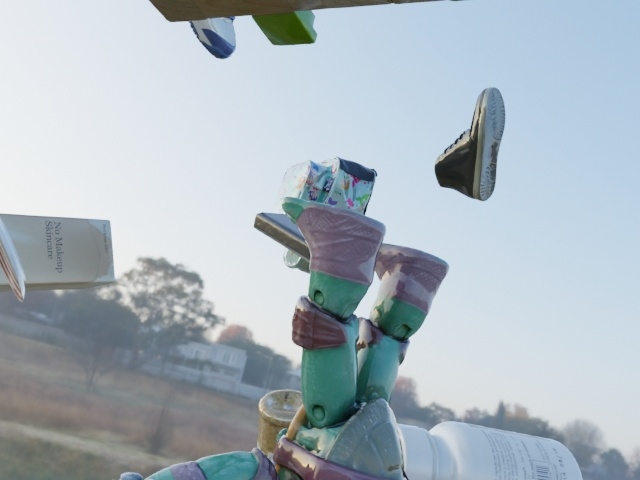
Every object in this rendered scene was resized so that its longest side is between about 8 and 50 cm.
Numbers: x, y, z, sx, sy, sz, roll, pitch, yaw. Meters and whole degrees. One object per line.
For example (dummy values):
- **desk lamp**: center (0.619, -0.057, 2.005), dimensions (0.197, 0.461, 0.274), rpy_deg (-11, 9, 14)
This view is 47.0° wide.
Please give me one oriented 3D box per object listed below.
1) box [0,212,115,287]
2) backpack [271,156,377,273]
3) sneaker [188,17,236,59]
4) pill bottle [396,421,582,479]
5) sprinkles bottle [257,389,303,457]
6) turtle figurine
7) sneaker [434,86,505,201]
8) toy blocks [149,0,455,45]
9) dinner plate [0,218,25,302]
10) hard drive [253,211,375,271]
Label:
- **box**: center (-0.579, 0.027, 1.481), dimensions (0.121, 0.148, 0.311), rpy_deg (-11, -6, 35)
- **backpack**: center (-0.003, -0.050, 1.594), dimensions (0.191, 0.253, 0.225), rpy_deg (14, -4, -19)
- **sneaker**: center (-0.207, -0.520, 1.480), dimensions (0.131, 0.296, 0.112), rpy_deg (-13, 4, 20)
- **pill bottle**: center (0.179, 0.286, 0.873), dimensions (0.229, 0.131, 0.131), rpy_deg (14, -15, -17)
- **sprinkles bottle**: center (-0.078, 0.495, 1.549), dimensions (0.121, 0.355, 0.121), rpy_deg (4, 20, -1)
- **turtle figurine**: center (-0.008, 0.106, 0.368), dimensions (0.118, 0.234, 0.175), rpy_deg (17, -7, 20)
- **sneaker**: center (0.287, -0.195, 1.451), dimensions (0.118, 0.222, 0.083), rpy_deg (20, 23, 39)
- **toy blocks**: center (-0.012, -0.342, 0.664), dimensions (0.381, 0.261, 0.191), rpy_deg (5, -20, 26)
- **dinner plate**: center (-0.413, 0.014, 0.965), dimensions (0.017, 0.141, 0.141), rpy_deg (-24, 1, -26)
- **hard drive**: center (0.000, 0.000, 0.803), dimensions (0.094, 0.022, 0.135), rpy_deg (3, 17, -36)
